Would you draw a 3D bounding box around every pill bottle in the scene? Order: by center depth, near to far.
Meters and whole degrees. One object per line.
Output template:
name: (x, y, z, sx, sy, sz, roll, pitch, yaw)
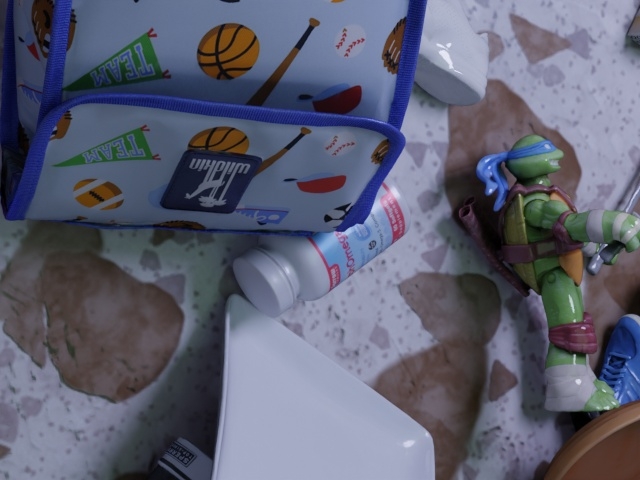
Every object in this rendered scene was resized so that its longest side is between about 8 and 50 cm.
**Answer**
pill bottle: (0.000, 0.000, 1.847, 0.160, 0.087, 0.087, -37, 111, -23)

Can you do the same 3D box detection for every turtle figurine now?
turtle figurine: (0.286, 0.026, 1.957, 0.275, 0.198, 0.266, -5, 95, -27)

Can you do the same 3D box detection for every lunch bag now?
lunch bag: (-0.090, -0.182, 1.665, 0.328, 0.239, 0.385, 3, 115, -19)

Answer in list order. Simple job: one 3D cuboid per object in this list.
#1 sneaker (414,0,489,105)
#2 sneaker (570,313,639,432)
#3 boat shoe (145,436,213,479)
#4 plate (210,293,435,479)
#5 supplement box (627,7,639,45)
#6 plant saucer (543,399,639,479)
sneaker: (0.089, -0.218, 1.899, 0.212, 0.080, 0.094, 38, 59, -41)
sneaker: (0.299, 0.153, 2.052, 0.084, 0.058, 0.152, -3, 101, -39)
boat shoe: (-0.050, 0.310, 1.823, 0.306, 0.113, 0.105, 44, 79, -28)
plate: (-0.002, 0.217, 1.810, 0.278, 0.045, 0.277, 37, 33, -27)
supplement box: (0.367, -0.246, 2.066, 0.036, 0.062, 0.098, 33, 76, -29)
plant saucer: (0.303, 0.226, 2.019, 0.200, 0.037, 0.200, -19, 141, -16)
